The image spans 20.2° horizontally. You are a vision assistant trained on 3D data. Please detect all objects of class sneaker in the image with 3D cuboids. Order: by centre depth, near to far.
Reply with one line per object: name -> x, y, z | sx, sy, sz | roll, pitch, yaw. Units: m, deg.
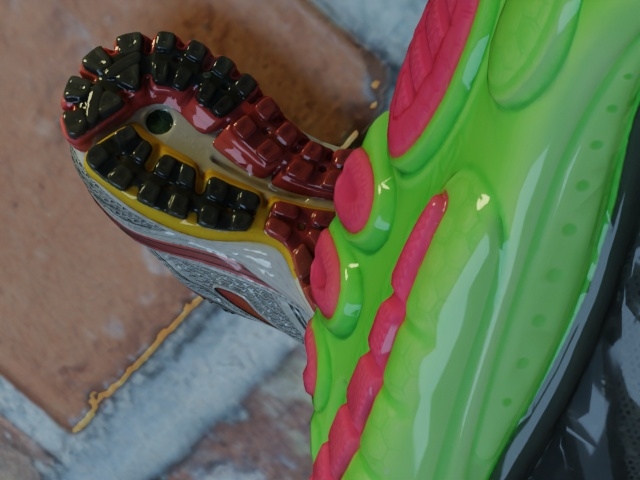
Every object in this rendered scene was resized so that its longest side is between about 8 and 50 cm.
sneaker -> 0.145, -0.059, 0.508 | 0.202, 0.185, 0.483 | 10, 137, -17
sneaker -> 0.000, 0.000, 0.720 | 0.225, 0.088, 0.093 | 35, 162, 3
